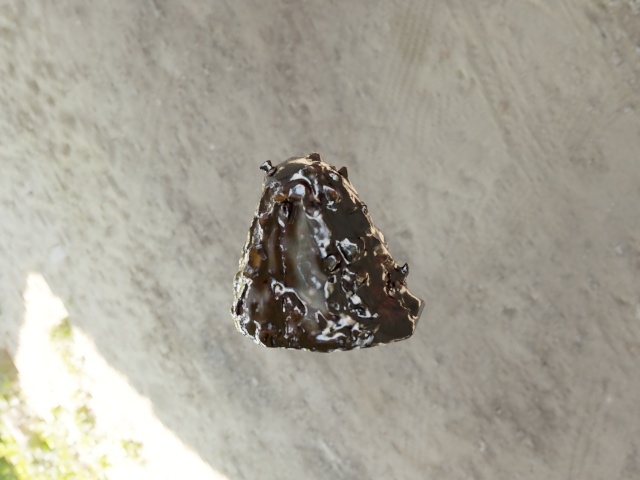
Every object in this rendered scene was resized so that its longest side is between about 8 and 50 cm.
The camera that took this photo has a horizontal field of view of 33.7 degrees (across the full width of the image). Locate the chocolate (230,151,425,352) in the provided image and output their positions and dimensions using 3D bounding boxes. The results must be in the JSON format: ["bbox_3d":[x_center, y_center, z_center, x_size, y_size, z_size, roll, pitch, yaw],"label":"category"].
[{"bbox_3d":[0.000,0.000,0.800,0.156,0.156,0.133,20,118,49],"label":"chocolate"}]
